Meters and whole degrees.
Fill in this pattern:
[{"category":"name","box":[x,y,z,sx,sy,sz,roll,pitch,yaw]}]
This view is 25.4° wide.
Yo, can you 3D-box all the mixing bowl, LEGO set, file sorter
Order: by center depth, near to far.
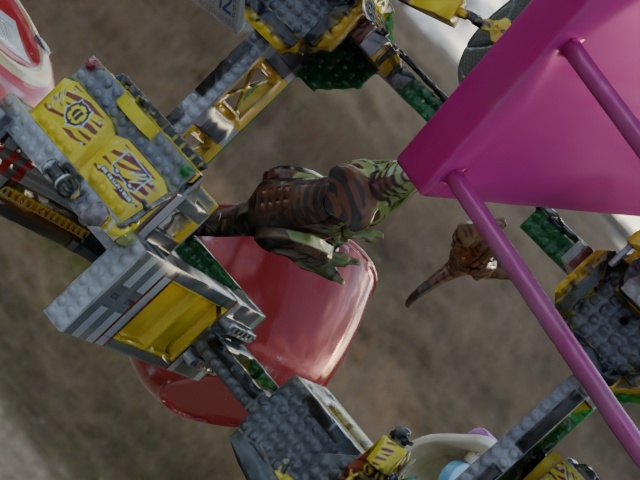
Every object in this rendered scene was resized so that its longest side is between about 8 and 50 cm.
[{"category":"file sorter","box":[0.219,-0.054,0.491,0.202,0.290,0.182,3,47,-47]},{"category":"LEGO set","box":[0.000,0.000,0.604,0.331,0.255,0.192,56,6,19]},{"category":"mixing bowl","box":[-0.056,0.061,0.925,0.181,0.181,0.098,39,47,-45]}]

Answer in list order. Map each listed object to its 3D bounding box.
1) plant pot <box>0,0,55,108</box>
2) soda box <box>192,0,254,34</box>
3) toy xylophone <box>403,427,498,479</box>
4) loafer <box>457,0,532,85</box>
[{"category":"plant pot","box":[-0.274,-0.104,0.874,0.191,0.174,0.191,53,10,-13]},{"category":"soda box","box":[-0.095,-0.253,1.027,0.098,0.091,0.286,-16,40,-34]},{"category":"toy xylophone","box":[0.050,0.294,1.155,0.081,0.322,0.236,13,-15,45]},{"category":"loafer","box":[0.203,-0.150,0.878,0.084,0.267,0.096,35,50,-24]}]
